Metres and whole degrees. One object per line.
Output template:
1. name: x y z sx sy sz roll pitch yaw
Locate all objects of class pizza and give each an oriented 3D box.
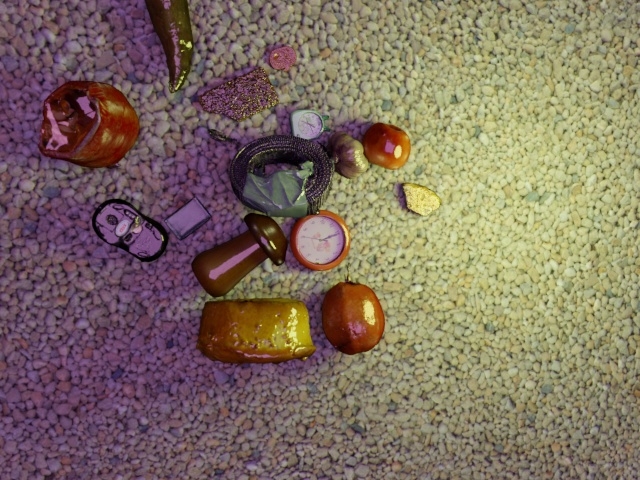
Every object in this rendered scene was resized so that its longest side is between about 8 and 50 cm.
1. pizza: 0.343 -0.141 1.791 0.160 0.036 0.099 22 90 -10

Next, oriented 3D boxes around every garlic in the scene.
1. garlic: 0.076 -0.272 1.678 0.102 0.147 0.159 -28 83 -29

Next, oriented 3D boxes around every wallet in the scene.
1. wallet: -0.423 -0.069 1.663 0.129 0.026 0.088 -39 104 -6

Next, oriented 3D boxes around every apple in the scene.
1. apple: 0.215 -0.309 1.694 0.163 0.163 0.139 15 103 -11

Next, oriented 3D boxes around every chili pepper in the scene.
1. chili pepper: -0.667 -0.330 1.465 0.251 0.305 0.229 -38 94 5

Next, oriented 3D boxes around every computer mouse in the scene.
1. computer mouse: -0.584 -0.031 1.604 0.233 0.096 0.137 39 92 -15

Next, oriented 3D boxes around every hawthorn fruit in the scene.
1. hawthorn fruit: 0.102 0.220 1.700 0.211 0.211 0.299 -3 83 -10

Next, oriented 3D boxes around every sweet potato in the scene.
1. sweet potato: -0.454 -0.661 1.567 0.130 0.130 0.423 -10 102 -9

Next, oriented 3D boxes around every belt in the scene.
1. belt: -0.120 -0.200 1.620 0.324 0.122 0.260 1 67 -6

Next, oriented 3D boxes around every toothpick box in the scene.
1. toothpick box: -0.245 0.044 1.629 0.294 0.192 0.192 -34 99 1

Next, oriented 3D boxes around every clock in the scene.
1. clock: 0.000 0.000 1.732 0.205 0.051 0.205 -1 93 -10
2. clock: -0.032 -0.377 1.703 0.135 0.041 0.101 -7 95 -11

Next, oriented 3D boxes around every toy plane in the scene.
1. toy plane: -0.309 -0.326 1.654 0.120 0.049 0.031 22 91 -28

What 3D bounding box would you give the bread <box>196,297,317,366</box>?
1. bread: -0.190 0.272 1.579 0.358 0.337 0.204 5 85 -18

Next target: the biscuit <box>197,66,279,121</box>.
1. biscuit: -0.261 -0.451 1.664 0.236 0.026 0.131 -28 97 -8

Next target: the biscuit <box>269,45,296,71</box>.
1. biscuit: -0.120 -0.586 1.684 0.091 0.015 0.078 -17 99 -8
